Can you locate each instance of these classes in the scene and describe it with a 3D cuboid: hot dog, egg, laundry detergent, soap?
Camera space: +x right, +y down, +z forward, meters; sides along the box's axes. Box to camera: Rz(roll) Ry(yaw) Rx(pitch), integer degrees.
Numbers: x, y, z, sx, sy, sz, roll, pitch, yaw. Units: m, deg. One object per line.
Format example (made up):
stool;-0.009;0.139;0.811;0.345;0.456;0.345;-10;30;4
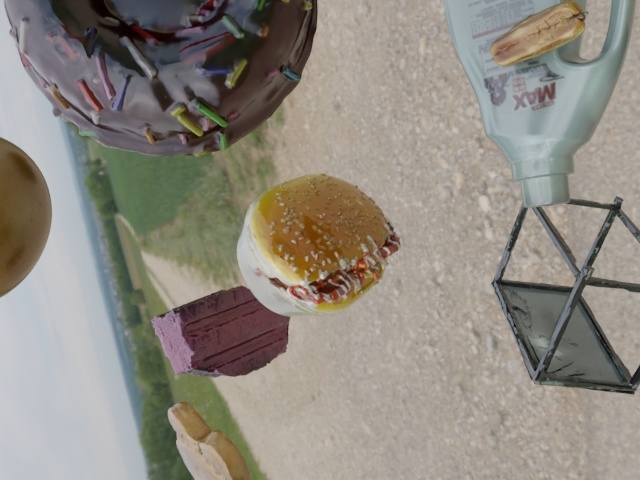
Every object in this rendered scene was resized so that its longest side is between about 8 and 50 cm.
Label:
hot dog;0.282;-0.267;0.835;0.133;0.041;0.056;-19;87;35
egg;-0.646;-0.040;1.179;0.282;0.283;0.351;100;161;-54
laundry detergent;0.317;-0.249;0.912;0.264;0.125;0.397;-7;89;36
soap;-0.179;0.186;1.327;0.112;0.289;0.182;-16;92;48

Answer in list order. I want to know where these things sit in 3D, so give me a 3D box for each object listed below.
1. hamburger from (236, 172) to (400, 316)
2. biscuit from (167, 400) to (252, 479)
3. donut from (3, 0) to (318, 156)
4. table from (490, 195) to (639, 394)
hamburger;0.000;0.000;1.047;0.227;0.295;0.151;54;135;3
biscuit;-0.157;0.432;1.084;0.275;0.052;0.355;24;137;43
donut;-0.115;-0.178;0.454;0.089;0.235;0.235;138;116;-85
table;0.530;0.089;1.314;0.335;0.222;0.272;-93;13;-58
